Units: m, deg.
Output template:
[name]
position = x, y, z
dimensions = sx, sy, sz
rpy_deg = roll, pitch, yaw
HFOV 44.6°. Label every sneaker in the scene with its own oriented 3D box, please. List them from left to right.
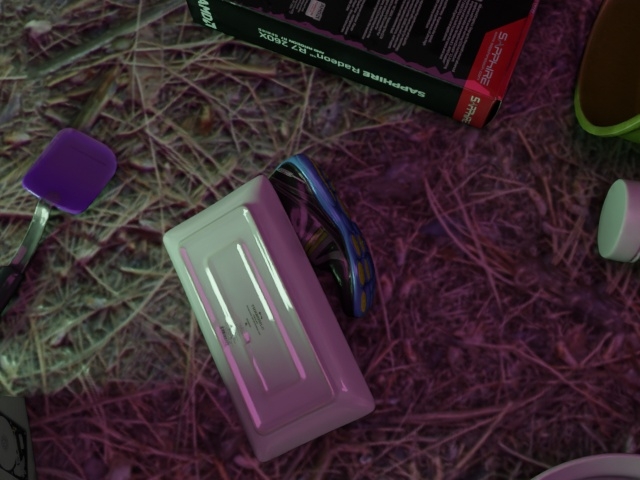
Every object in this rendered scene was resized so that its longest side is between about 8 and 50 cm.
[sneaker]
position = 0.000, 0.000, 0.837
dimensions = 0.078, 0.067, 0.188
rpy_deg = -31, 79, 16

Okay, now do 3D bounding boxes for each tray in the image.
[tray]
position = -0.064, 0.079, 0.803
dimensions = 0.145, 0.030, 0.270
rpy_deg = -30, 77, 18

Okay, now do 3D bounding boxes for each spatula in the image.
[spatula]
position = -0.322, 0.011, 0.849
dimensions = 0.084, 0.030, 0.296
rpy_deg = 27, 79, 5

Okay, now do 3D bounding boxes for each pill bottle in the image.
[pill bottle]
position = 0.390, -0.006, 0.797
dimensions = 0.187, 0.112, 0.111
rpy_deg = 11, 77, 3

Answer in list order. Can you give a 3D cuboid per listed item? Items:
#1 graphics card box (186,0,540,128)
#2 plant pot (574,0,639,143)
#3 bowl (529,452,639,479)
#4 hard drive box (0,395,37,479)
[graphics card box]
position = 0.059, -0.300, 0.882
dimensions = 0.371, 0.094, 0.232
rpy_deg = 21, 79, 5
[plant pot]
position = 0.501, -0.198, 0.744
dimensions = 0.353, 0.366, 0.366
rpy_deg = 23, 78, -6
[bowl]
position = 0.264, 0.342, 0.708
dimensions = 0.298, 0.134, 0.297
rpy_deg = 0, 76, 1
[hard drive box]
position = -0.336, 0.233, 0.695
dimensions = 0.089, 0.232, 0.181
rpy_deg = -14, 78, -2
